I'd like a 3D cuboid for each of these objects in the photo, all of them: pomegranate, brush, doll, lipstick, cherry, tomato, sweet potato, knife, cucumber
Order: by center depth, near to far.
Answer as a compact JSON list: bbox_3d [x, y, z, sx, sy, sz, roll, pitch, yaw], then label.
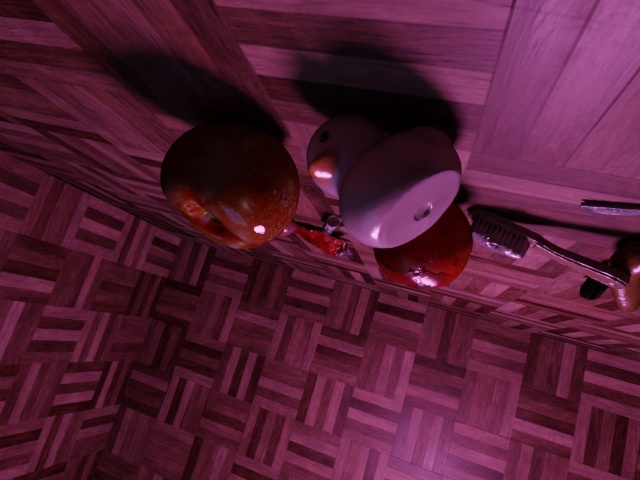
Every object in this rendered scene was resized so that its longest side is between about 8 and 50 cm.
[{"bbox_3d":[0.090,-0.108,0.666,0.251,0.221,0.221,-10,-172,-38],"label":"doll"},{"bbox_3d":[0.540,-0.044,0.673,0.210,0.015,0.028,10,174,34],"label":"knife"},{"bbox_3d":[0.638,0.054,0.829,0.108,0.079,0.346,33,167,26],"label":"sweet potato"},{"bbox_3d":[-0.167,-0.119,0.835,0.270,0.222,0.270,24,153,13],"label":"tomato"},{"bbox_3d":[0.454,0.029,0.866,0.327,0.065,0.070,27,166,17],"label":"brush"},{"bbox_3d":[0.222,0.000,0.901,0.210,0.210,0.235,10,-169,34],"label":"pomegranate"},{"bbox_3d":[0.705,0.104,1.058,0.052,0.058,0.215,50,-176,29],"label":"cucumber"},{"bbox_3d":[0.031,-0.049,1.357,0.040,0.040,0.141,18,170,-4],"label":"lipstick"},{"bbox_3d":[-0.182,-0.082,1.406,0.225,0.090,0.107,25,-176,3],"label":"cherry"}]

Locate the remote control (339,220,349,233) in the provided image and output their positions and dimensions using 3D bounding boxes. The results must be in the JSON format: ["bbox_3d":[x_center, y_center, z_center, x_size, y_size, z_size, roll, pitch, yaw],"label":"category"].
[{"bbox_3d":[0.171,-0.040,1.193,0.090,0.038,0.309,24,167,-33],"label":"remote control"}]

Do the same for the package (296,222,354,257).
[{"bbox_3d":[0.000,0.000,1.586,0.269,0.071,0.194,16,155,22],"label":"package"}]
